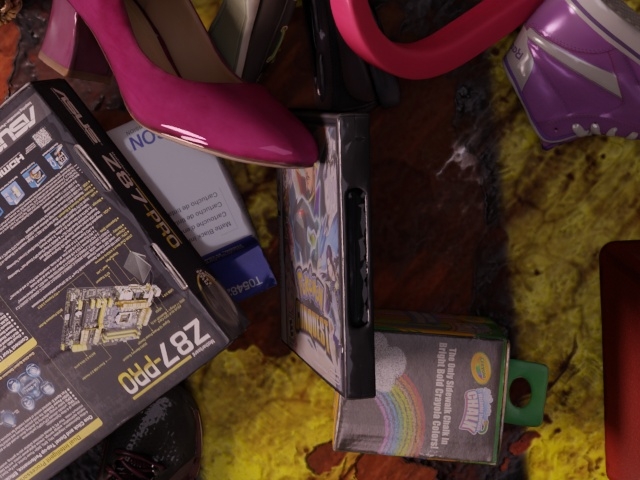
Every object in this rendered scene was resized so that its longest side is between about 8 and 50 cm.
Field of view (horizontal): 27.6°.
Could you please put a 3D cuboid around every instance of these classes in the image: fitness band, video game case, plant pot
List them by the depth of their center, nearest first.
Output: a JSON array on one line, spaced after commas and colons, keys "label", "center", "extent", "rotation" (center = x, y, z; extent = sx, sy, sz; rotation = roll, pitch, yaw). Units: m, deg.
[{"label": "video game case", "center": [0.000, 0.000, 1.242], "extent": [0.035, 0.275, 0.248], "rotation": [-3, 97, -13]}, {"label": "fitness band", "center": [0.134, -0.279, 1.244], "extent": [0.291, 0.054, 0.209], "rotation": [-35, 132, -19]}, {"label": "plant pot", "center": [0.433, 0.141, 1.275], "extent": [0.267, 0.236, 0.267], "rotation": [-3, 97, 1]}]

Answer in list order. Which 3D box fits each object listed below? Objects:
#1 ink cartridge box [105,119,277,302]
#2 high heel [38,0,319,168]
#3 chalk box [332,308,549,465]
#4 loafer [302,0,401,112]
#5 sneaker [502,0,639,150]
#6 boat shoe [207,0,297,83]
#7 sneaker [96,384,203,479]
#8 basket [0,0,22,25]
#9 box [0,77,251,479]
[{"label": "ink cartridge box", "center": [-0.188, -0.008, 1.356], "extent": [0.223, 0.045, 0.224], "rotation": [-25, 96, 3]}, {"label": "high heel", "center": [-0.129, -0.199, 1.217], "extent": [0.377, 0.127, 0.181], "rotation": [28, 106, 31]}, {"label": "chalk box", "center": [0.122, 0.147, 1.331], "extent": [0.213, 0.132, 0.132], "rotation": [5, 96, -1]}, {"label": "loafer", "center": [-0.006, -0.265, 1.297], "extent": [0.095, 0.109, 0.302], "rotation": [-19, 99, 7]}, {"label": "sneaker", "center": [0.311, -0.131, 1.325], "extent": [0.282, 0.102, 0.161], "rotation": [37, 114, -7]}, {"label": "boat shoe", "center": [-0.064, -0.208, 1.281], "extent": [0.069, 0.081, 0.228], "rotation": [-8, 140, -27]}, {"label": "sneaker", "center": [-0.199, 0.290, 1.333], "extent": [0.106, 0.162, 0.281], "rotation": [19, 97, -2]}, {"label": "basket", "center": [-0.458, -0.336, 1.280], "extent": [0.213, 0.223, 0.299], "rotation": [-2, 103, 43]}, {"label": "box", "center": [-0.319, 0.079, 1.306], "extent": [0.395, 0.097, 0.318], "rotation": [-38, 90, 14]}]
